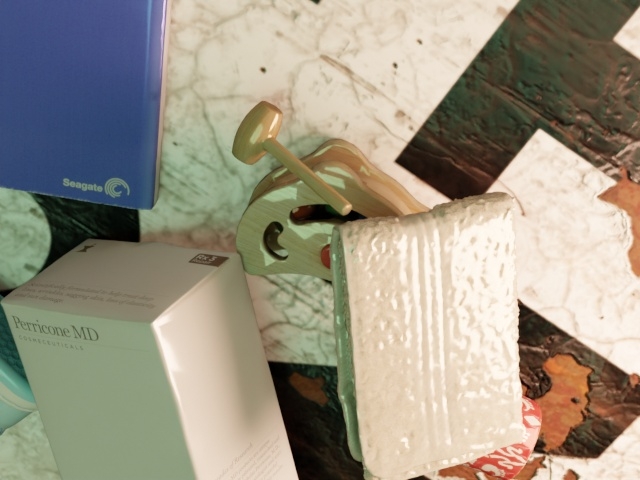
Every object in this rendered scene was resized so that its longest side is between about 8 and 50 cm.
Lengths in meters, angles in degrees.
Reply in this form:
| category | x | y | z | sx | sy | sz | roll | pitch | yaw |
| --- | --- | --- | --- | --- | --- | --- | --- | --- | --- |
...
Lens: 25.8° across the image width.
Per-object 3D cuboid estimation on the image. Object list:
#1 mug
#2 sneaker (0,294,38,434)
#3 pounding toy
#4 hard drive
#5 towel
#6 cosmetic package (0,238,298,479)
| category | x | y | z | sx | sy | sz | roll | pitch | yaw |
| --- | --- | --- | --- | --- | --- | --- | --- | --- | --- |
| mug | 0.135 | 0.182 | 1.500 | 0.169 | 0.150 | 0.113 | 24 | 79 | -9 |
| sneaker | -0.449 | 0.108 | 1.522 | 0.319 | 0.127 | 0.208 | 45 | 122 | -5 |
| pounding toy | 0.000 | 0.000 | 1.382 | 0.269 | 0.155 | 0.154 | 38 | 113 | -9 |
| hard drive | -0.257 | -0.194 | 1.385 | 0.210 | 0.040 | 0.319 | 9 | 117 | 3 |
| towel | 0.107 | 0.096 | 1.352 | 0.187 | 0.049 | 0.282 | -13 | 114 | -20 |
| cosmetic package | -0.163 | 0.200 | 1.472 | 0.217 | 0.156 | 0.385 | 3 | 120 | 35 |
